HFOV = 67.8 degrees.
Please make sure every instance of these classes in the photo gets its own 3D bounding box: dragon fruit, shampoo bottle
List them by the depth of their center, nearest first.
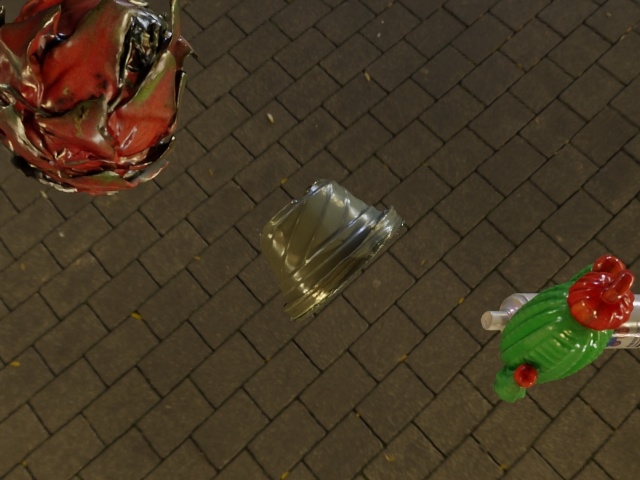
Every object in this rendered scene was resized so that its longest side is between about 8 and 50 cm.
[{"bbox_3d":[-0.209,-0.136,0.436,0.182,0.182,0.188,16,95,8],"label":"dragon fruit"},{"bbox_3d":[0.404,0.129,0.769,0.303,0.092,0.092,3,74,-13],"label":"shampoo bottle"}]

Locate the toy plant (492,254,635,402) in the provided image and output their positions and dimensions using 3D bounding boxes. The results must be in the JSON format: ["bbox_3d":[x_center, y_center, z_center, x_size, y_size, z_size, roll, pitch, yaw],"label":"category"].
[{"bbox_3d":[0.270,0.088,0.526,0.088,0.240,0.155,38,44,20],"label":"toy plant"}]

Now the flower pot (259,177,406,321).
[{"bbox_3d":[0.000,0.000,0.715,0.235,0.235,0.140,-42,92,-8],"label":"flower pot"}]
